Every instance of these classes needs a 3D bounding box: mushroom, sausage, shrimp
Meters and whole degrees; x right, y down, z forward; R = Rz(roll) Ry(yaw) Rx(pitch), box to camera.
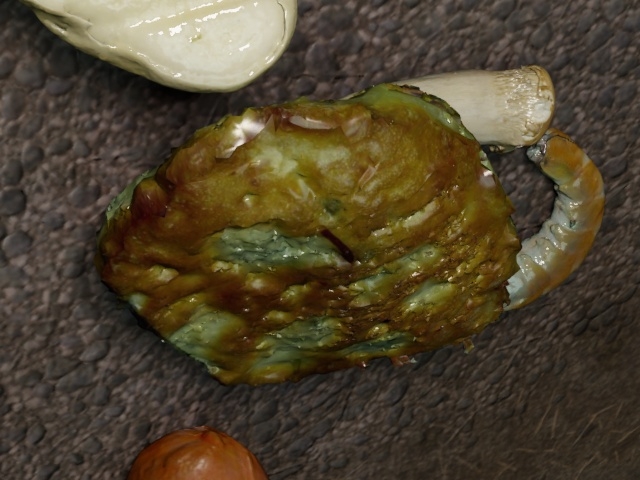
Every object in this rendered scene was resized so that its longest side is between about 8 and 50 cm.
[{"bbox_3d":[0.083,-0.096,1.127,0.209,0.071,0.084,-9,174,-18],"label":"mushroom"},{"bbox_3d":[-0.115,0.288,1.267,0.153,0.141,0.268,-5,127,-28],"label":"sausage"},{"bbox_3d":[0.186,-0.016,1.266,0.161,0.049,0.166,-31,134,-9],"label":"shrimp"}]

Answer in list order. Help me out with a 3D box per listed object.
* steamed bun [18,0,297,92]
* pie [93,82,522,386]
[{"bbox_3d":[-0.108,-0.192,0.896,0.231,0.110,0.212,-26,112,-6],"label":"steamed bun"},{"bbox_3d":[0.000,0.000,1.076,0.288,0.103,0.355,-27,142,16],"label":"pie"}]
